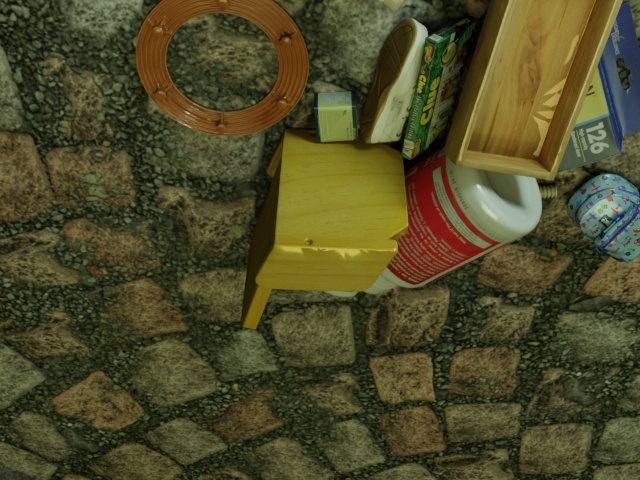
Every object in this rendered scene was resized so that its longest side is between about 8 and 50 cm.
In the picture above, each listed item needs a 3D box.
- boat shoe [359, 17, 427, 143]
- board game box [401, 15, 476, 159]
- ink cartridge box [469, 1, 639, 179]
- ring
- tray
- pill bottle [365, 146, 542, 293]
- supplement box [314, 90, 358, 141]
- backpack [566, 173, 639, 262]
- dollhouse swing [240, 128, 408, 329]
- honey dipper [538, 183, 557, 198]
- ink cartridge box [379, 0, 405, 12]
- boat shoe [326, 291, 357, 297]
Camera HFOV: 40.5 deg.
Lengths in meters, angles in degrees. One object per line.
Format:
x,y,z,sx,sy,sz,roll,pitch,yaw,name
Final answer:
0.159,-0.303,1.669,0.096,0.098,0.277,1,139,-20,boat shoe
0.223,-0.288,1.658,0.030,0.136,0.259,35,138,27,board game box
0.485,-0.273,1.705,0.307,0.072,0.303,-17,129,17,ink cartridge box
-0.190,-0.335,1.678,0.337,0.032,0.336,0,131,0,ring
0.371,-0.316,1.496,0.203,0.076,0.411,7,116,-18,tray
0.226,-0.040,1.782,0.229,0.229,0.408,34,137,-26,pill bottle
0.032,-0.248,1.736,0.083,0.056,0.083,-3,131,4,supplement box
0.627,-0.053,1.866,0.173,0.117,0.158,29,125,-20,backpack
0.000,0.000,1.762,0.315,0.347,0.305,2,133,-1,dollhouse swing
0.430,-0.101,1.882,0.161,0.030,0.030,-5,131,6,honey dipper
0.096,-0.530,1.444,0.235,0.088,0.193,33,124,-15,ink cartridge box
0.005,0.056,1.987,0.226,0.083,0.076,26,128,-20,boat shoe
